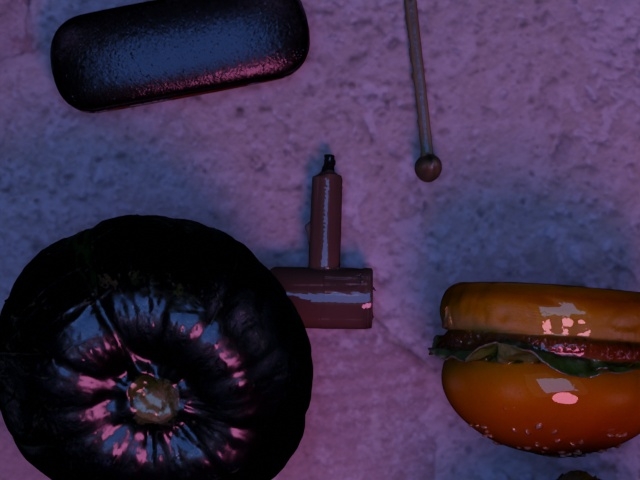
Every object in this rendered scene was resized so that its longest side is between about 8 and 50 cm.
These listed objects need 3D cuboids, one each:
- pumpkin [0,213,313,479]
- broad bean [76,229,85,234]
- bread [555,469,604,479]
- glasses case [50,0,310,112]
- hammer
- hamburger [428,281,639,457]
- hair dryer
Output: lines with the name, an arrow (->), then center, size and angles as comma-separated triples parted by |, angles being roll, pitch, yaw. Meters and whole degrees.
pumpkin -> -0.164, 0.117, 1.839 | 0.315, 0.238, 0.315 | -1, 114, -1
broad bean -> -0.232, 0.030, 1.937 | 0.063, 0.045, 0.083 | 1, 95, -3
bread -> 0.274, 0.384, 1.808 | 0.207, 0.279, 0.279 | -38, 86, -4
glasses case -> -0.144, -0.198, 1.935 | 0.266, 0.067, 0.103 | -10, 86, 0
hammer -> 0.101, -0.160, 1.943 | 0.028, 0.060, 0.195 | -7, 83, 0
hamburger -> 0.222, 0.126, 1.843 | 0.246, 0.246, 0.170 | 1, 89, 0
hair dryer -> 0.000, 0.000, 1.935 | 0.117, 0.064, 0.182 | 2, 80, 2
